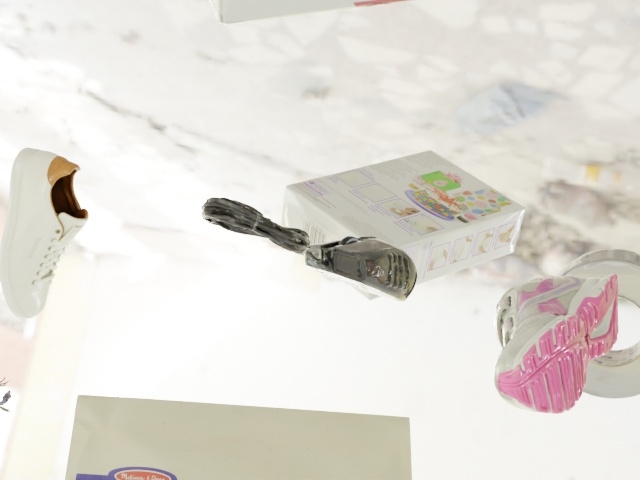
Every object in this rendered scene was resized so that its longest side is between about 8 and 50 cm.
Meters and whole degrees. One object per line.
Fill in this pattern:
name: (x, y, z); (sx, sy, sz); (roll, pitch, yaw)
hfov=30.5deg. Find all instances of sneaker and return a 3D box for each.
sneaker: (0.232, 0.106, 1.250); (0.111, 0.103, 0.252); (5, -162, 31)
sneaker: (-0.446, 0.001, 1.913); (0.123, 0.290, 0.106); (13, -162, 17)

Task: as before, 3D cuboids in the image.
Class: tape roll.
tape roll: (0.443, 0.126, 1.784); (0.219, 0.219, 0.072); (7, -164, 15)

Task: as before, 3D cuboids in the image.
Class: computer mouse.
computer mouse: (0.000, 0.000, 0.865); (0.071, 0.041, 0.242); (17, 175, 35)

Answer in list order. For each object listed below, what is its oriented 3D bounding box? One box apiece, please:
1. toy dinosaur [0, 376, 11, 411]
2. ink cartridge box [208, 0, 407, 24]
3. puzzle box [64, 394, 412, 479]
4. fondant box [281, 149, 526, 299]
toy dinosaur: (-0.495, 0.222, 1.749); (0.090, 0.047, 0.082); (15, 150, 9)
ink cartridge box: (-0.015, -0.393, 1.104); (0.279, 0.384, 0.160); (-11, 141, -17)
puzzle box: (-0.095, 0.319, 1.354); (0.409, 0.272, 0.052); (5, 144, -5)
fondant box: (0.136, -0.034, 1.934); (0.330, 0.096, 0.238); (-17, -142, -35)
